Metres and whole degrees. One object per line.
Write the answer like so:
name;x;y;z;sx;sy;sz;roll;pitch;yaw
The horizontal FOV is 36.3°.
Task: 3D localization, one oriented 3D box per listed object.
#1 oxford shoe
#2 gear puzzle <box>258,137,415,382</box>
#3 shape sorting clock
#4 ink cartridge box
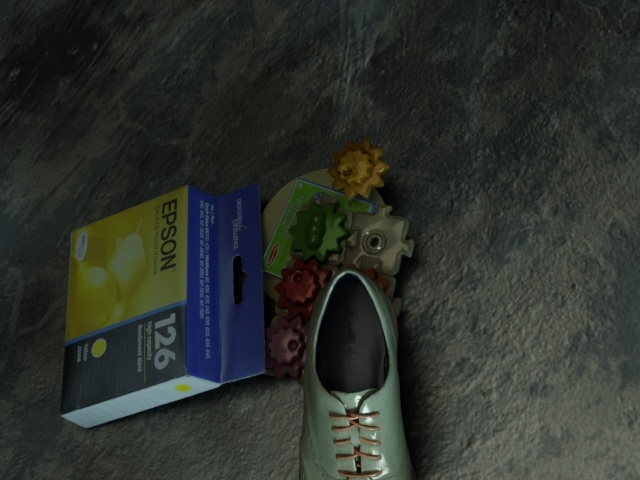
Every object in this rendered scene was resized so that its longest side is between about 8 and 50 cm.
oxford shoe;0.032;0.225;1.109;0.141;0.146;0.396;-8;72;5
gear puzzle;0.027;0.024;1.269;0.176;0.044;0.338;9;79;25
shape sorting clock;0.000;0.000;1.338;0.206;0.040;0.206;-6;72;20
ink cartridge box;-0.225;0.078;1.365;0.307;0.072;0.303;-22;54;26
